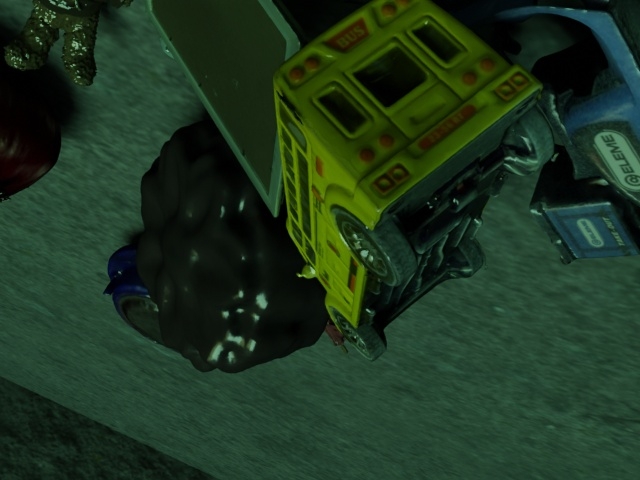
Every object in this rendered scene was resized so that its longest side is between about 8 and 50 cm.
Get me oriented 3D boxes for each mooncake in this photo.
[{"bbox_3d":[-0.105,0.006,0.792,0.141,0.282,0.283,-7,173,-40],"label":"mooncake"}]

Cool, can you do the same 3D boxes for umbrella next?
[{"bbox_3d":[0.012,0.126,1.129,0.027,0.025,0.165,24,154,42],"label":"umbrella"}]

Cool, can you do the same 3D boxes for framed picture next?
[{"bbox_3d":[-0.088,-0.178,0.586,0.273,0.016,0.216,58,158,21],"label":"framed picture"}]

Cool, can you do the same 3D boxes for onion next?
[{"bbox_3d":[-0.460,-0.163,0.883,0.273,0.285,0.273,-5,173,-1],"label":"onion"}]

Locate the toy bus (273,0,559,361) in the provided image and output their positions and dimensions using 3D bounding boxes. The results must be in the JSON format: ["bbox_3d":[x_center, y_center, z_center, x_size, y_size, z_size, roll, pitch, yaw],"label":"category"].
[{"bbox_3d":[0.050,-0.027,0.560,0.152,0.144,0.330,48,166,16],"label":"toy bus"}]

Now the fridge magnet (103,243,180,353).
[{"bbox_3d":[-0.232,0.103,1.185,0.266,0.112,0.265,17,147,12],"label":"fridge magnet"}]

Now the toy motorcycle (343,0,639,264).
[{"bbox_3d":[0.184,-0.123,0.512,0.213,0.125,0.358,-7,135,46],"label":"toy motorcycle"}]

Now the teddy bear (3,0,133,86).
[{"bbox_3d":[-0.246,-0.238,0.706,0.119,0.078,0.160,15,131,-16],"label":"teddy bear"}]

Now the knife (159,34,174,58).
[{"bbox_3d":[-0.088,-0.175,0.731,0.162,0.023,0.044,26,146,0],"label":"knife"}]
